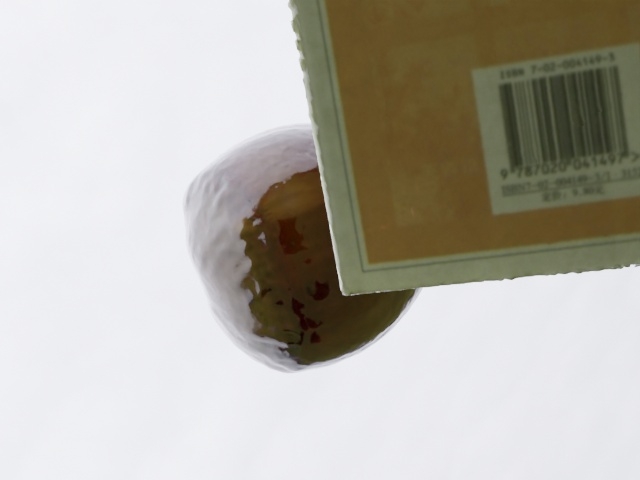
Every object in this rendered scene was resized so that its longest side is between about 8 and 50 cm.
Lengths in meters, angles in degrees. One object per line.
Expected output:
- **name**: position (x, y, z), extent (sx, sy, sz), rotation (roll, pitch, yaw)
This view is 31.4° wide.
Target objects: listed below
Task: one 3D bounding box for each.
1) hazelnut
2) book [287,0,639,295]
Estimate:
- **hazelnut**: position (0.000, 0.000, 0.906), extent (0.208, 0.208, 0.208), rotation (-24, -52, -35)
- **book**: position (0.066, -0.108, 0.362), extent (0.018, 0.170, 0.242), rotation (-36, -62, -72)
